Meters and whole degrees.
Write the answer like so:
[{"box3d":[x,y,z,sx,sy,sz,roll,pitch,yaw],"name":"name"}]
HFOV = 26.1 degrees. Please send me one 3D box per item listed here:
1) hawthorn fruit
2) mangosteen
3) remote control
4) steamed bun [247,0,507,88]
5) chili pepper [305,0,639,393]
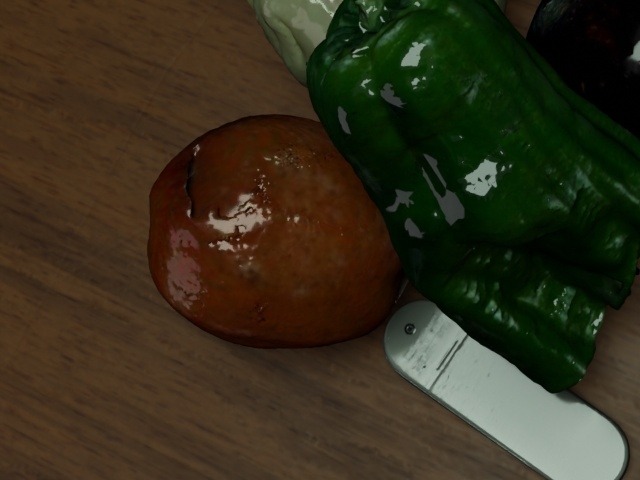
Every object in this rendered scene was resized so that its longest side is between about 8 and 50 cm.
[{"box3d":[0.000,0.000,1.199,0.299,0.211,0.211,12,82,0],"name":"hawthorn fruit"},{"box3d":[0.282,-0.133,1.138,0.243,0.243,0.243,-3,78,16],"name":"mangosteen"},{"box3d":[0.160,0.136,1.210,0.245,0.022,0.077,34,88,20],"name":"remote control"},{"box3d":[0.049,-0.270,1.231,0.275,0.206,0.320,21,80,3],"name":"steamed bun"},{"box3d":[0.130,-0.032,1.059,0.213,0.385,0.167,-6,42,47],"name":"chili pepper"}]
